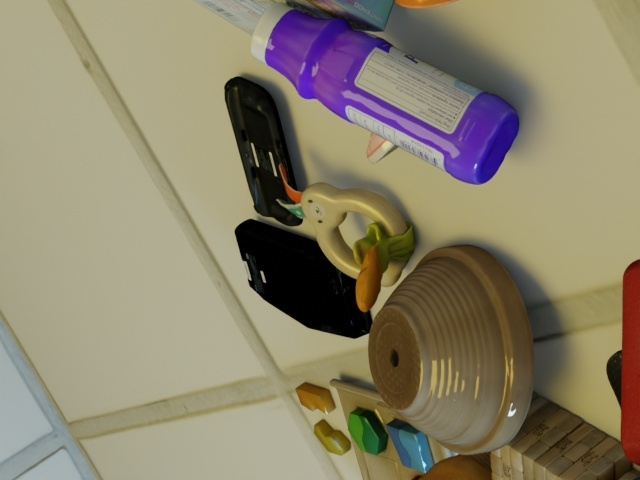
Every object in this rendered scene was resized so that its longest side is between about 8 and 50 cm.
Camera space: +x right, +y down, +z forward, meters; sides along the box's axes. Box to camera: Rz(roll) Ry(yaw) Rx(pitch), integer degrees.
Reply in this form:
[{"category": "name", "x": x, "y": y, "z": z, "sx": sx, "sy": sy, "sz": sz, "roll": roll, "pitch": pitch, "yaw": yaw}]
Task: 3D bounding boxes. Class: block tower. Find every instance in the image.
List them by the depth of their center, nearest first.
[{"category": "block tower", "x": 0.328, "y": 0.290, "z": 1.588, "sx": 0.335, "sy": 0.091, "sz": 0.097, "roll": 28, "pitch": 140, "yaw": 41}]

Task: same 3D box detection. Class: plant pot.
[{"category": "plant pot", "x": 0.127, "y": 0.125, "z": 1.625, "sx": 0.237, "sy": 0.110, "sz": 0.237, "roll": 13, "pitch": 105, "yaw": 62}]

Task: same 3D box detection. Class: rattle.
[{"category": "rattle", "x": 0.000, "y": 0.000, "z": 1.720, "sx": 0.200, "sy": 0.142, "sz": 0.130, "roll": 33, "pitch": 151, "yaw": 9}]

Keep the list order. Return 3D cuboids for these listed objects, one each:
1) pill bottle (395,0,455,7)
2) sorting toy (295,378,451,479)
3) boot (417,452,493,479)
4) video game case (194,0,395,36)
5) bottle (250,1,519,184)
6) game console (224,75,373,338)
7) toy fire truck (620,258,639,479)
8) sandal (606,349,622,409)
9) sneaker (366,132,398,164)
[{"category": "pill bottle", "x": 0.084, "y": -0.338, "z": 1.316, "sx": 0.130, "sy": 0.130, "sz": 0.245, "roll": 19, "pitch": 133, "yaw": 48}, {"category": "sorting toy", "x": 0.078, "y": 0.298, "z": 2.012, "sx": 0.307, "sy": 0.041, "sz": 0.229, "roll": 10, "pitch": 126, "yaw": 52}, {"category": "boot", "x": 0.229, "y": 0.371, "z": 1.687, "sx": 0.295, "sy": 0.211, "sz": 0.104, "roll": 42, "pitch": 148, "yaw": 24}, {"category": "video game case", "x": -0.092, "y": -0.301, "z": 1.529, "sx": 0.270, "sy": 0.061, "sz": 0.244, "roll": 27, "pitch": 170, "yaw": -35}, {"category": "bottle", "x": 0.062, "y": -0.156, "z": 1.482, "sx": 0.283, "sy": 0.092, "sz": 0.118, "roll": 29, "pitch": -176, "yaw": 18}, {"category": "game console", "x": -0.044, "y": -0.039, "z": 1.876, "sx": 0.213, "sy": 0.044, "sz": 0.361, "roll": 20, "pitch": 134, "yaw": 45}, {"category": "toy fire truck", "x": 0.353, "y": 0.177, "z": 1.228, "sx": 0.169, "sy": 0.254, "sz": 0.302, "roll": -21, "pitch": 60, "yaw": 60}, {"category": "sandal", "x": 0.340, "y": 0.164, "z": 1.512, "sx": 0.067, "sy": 0.040, "sz": 0.179, "roll": 37, "pitch": 160, "yaw": 40}, {"category": "sneaker", "x": 0.076, "y": -0.142, "z": 1.589, "sx": 0.070, "sy": 0.051, "sz": 0.134, "roll": 49, "pitch": 142, "yaw": 5}]
